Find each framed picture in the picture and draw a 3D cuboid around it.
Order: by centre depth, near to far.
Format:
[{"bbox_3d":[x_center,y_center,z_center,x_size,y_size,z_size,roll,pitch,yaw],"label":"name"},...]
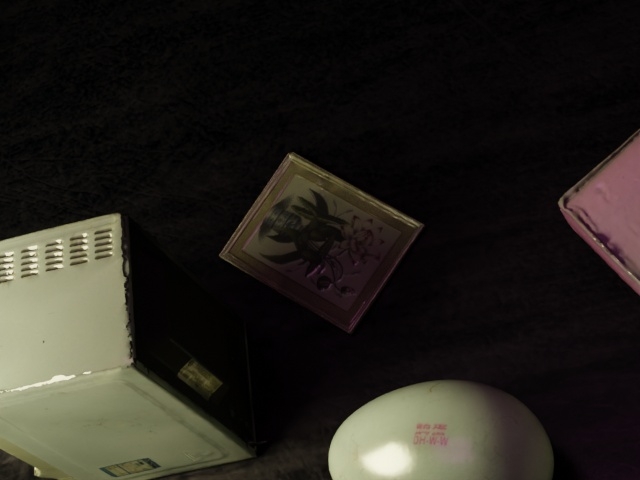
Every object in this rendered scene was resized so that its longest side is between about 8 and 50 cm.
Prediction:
[{"bbox_3d":[0.000,0.000,2.139,0.231,0.010,0.173,28,80,30],"label":"framed picture"}]

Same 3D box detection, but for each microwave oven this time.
[{"bbox_3d":[-0.259,0.133,1.985,0.286,0.355,0.218,-15,62,17],"label":"microwave oven"}]

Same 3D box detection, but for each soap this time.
[{"bbox_3d":[0.432,-0.062,1.947,0.259,0.081,0.181,-42,59,-1],"label":"soap"}]

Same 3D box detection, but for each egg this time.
[{"bbox_3d":[0.133,0.248,1.871,0.264,0.183,0.183,-3,66,29],"label":"egg"}]
